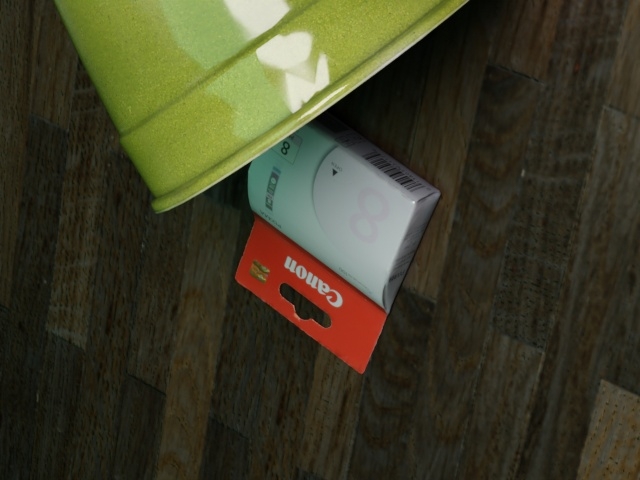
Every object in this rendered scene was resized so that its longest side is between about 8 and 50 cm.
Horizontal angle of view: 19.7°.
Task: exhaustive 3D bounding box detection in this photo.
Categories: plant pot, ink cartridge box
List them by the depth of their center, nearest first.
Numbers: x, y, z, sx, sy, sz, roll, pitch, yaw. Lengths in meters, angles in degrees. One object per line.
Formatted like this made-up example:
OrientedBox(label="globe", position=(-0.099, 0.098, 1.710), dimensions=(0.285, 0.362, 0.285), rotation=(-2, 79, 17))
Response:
OrientedBox(label="plant pot", position=(-0.096, -0.271, 1.576), dimensions=(0.366, 0.366, 0.353), rotation=(-29, 101, 40))
OrientedBox(label="ink cartridge box", position=(0.000, 0.000, 1.842), dimensions=(0.189, 0.066, 0.232), rotation=(36, 119, 24))
